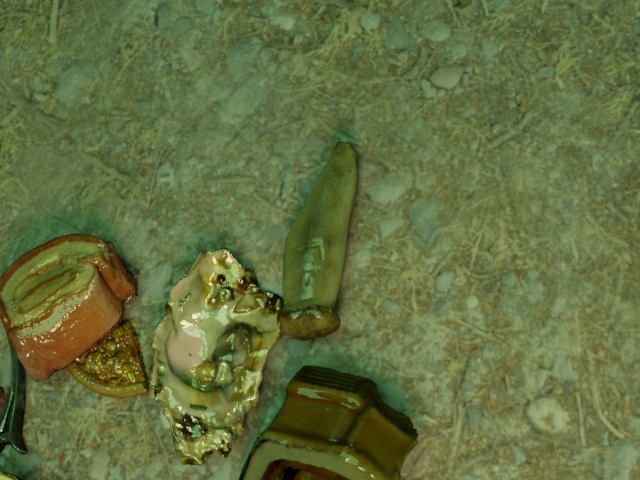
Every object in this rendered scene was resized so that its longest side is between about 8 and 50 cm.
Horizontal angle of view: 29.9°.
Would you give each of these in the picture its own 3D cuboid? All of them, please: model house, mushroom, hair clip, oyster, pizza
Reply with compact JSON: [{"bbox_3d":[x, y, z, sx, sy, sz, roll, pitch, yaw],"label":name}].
[{"bbox_3d":[0.024,0.299,1.840,0.268,0.173,0.239,12,40,18],"label":"model house"},{"bbox_3d":[-0.004,0.000,1.957,0.107,0.087,0.333,3,73,12],"label":"mushroom"},{"bbox_3d":[-0.529,0.256,2.067,0.070,0.039,0.229,-6,70,20],"label":"hair clip"},{"bbox_3d":[-0.183,0.193,1.959,0.201,0.107,0.354,19,69,-1],"label":"oyster"},{"bbox_3d":[-0.352,0.199,2.025,0.178,0.041,0.131,31,84,21],"label":"pizza"}]

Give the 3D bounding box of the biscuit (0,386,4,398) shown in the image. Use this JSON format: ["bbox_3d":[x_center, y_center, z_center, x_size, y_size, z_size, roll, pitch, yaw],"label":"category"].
[{"bbox_3d":[-0.628,0.291,2.069,0.215,0.034,0.182,-20,71,23],"label":"biscuit"}]

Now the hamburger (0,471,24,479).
[{"bbox_3d":[-0.536,0.495,1.940,0.237,0.149,0.237,1,64,-2],"label":"hamburger"}]

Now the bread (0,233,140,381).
[{"bbox_3d":[-0.431,0.095,2.024,0.244,0.123,0.190,-35,49,-3],"label":"bread"}]
